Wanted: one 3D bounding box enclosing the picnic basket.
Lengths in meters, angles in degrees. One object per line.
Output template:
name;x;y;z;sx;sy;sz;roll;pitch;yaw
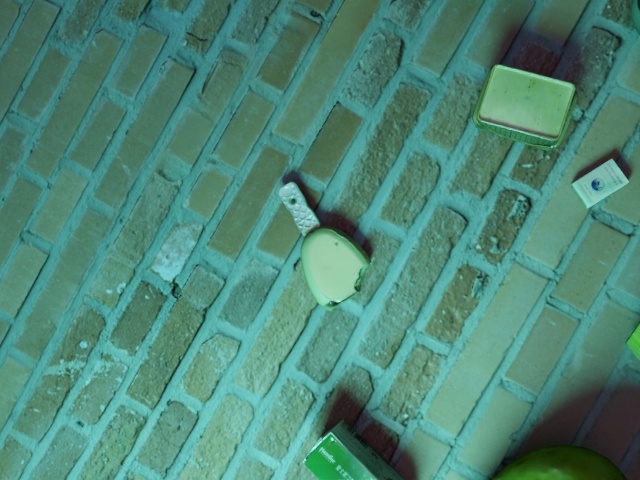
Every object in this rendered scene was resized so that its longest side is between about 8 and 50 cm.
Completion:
picnic basket;0.365;-0.238;1.313;0.164;0.079;0.115;20;88;12

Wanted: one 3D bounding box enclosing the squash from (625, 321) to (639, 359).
squash;0.590;0.157;1.202;0.123;0.170;0.170;37;93;23

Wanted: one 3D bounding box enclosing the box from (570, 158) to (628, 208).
box;0.498;-0.101;1.305;0.083;0.024;0.054;-33;82;6

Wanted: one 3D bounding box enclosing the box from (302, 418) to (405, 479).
box;0.074;0.420;1.292;0.199;0.135;0.081;41;95;12

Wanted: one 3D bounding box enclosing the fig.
fig;0.358;0.475;1.182;0.326;0.258;0.258;-29;80;27

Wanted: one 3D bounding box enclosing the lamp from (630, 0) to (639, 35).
lamp;0.618;-0.431;1.231;0.198;0.198;0.244;-14;67;10

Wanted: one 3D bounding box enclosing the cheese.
cheese;0.000;0.000;1.381;0.127;0.050;0.255;-31;81;8
